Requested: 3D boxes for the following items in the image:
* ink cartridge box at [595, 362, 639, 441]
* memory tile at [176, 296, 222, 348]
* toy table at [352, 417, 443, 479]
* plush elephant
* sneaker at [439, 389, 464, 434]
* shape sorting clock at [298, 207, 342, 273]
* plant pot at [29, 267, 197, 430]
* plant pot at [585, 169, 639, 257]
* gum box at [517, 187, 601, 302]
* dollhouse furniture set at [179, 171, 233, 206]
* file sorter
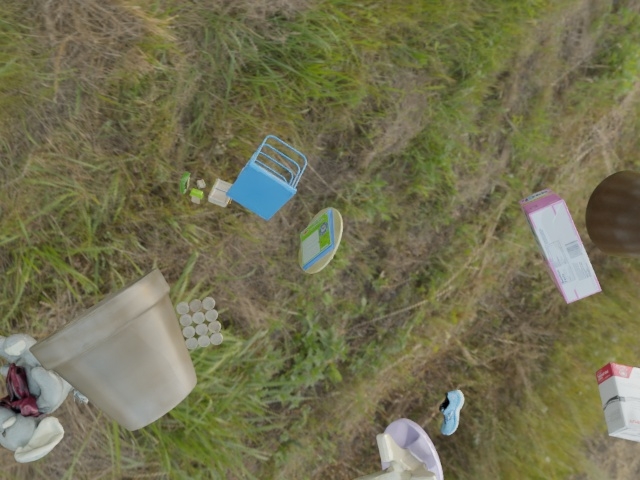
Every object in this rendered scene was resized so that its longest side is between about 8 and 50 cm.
[{"bbox_3d":[0.679,0.356,1.242,0.109,0.151,0.063,14,142,-7],"label":"ink cartridge box"},{"bbox_3d":[-0.350,0.241,1.655,0.113,0.012,0.148,-11,102,-4],"label":"memory tile"},{"bbox_3d":[0.228,0.649,1.567,0.252,0.275,0.160,-30,164,28],"label":"toy table"},{"bbox_3d":[-0.784,0.427,1.497,0.330,0.271,0.256,49,52,-34],"label":"plush elephant"},{"bbox_3d":[0.425,0.575,1.911,0.073,0.063,0.162,7,101,-16],"label":"sneaker"},{"bbox_3d":[0.000,0.000,1.679,0.040,0.206,0.206,20,96,-33],"label":"shape sorting clock"},{"bbox_3d":[-0.440,0.265,1.305,0.323,0.323,0.281,-34,99,-22],"label":"plant pot"},{"bbox_3d":[0.767,-0.046,1.288,0.215,0.230,0.216,-1,100,-9],"label":"plant pot"},{"bbox_3d":[0.425,0.011,1.014,0.062,0.107,0.189,-24,100,14],"label":"gum box"},{"bbox_3d":[-0.318,-0.136,1.594,0.059,0.151,0.076,115,-7,-56],"label":"dollhouse furniture set"},{"bbox_3d":[-0.122,-0.144,1.313,0.118,0.170,0.105,32,59,-13],"label":"file sorter"}]
